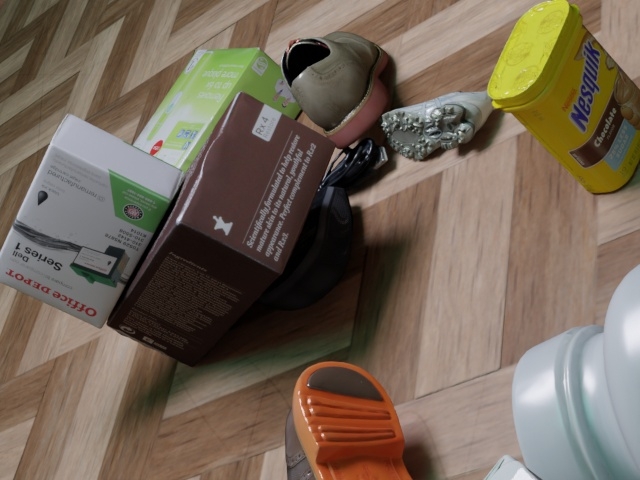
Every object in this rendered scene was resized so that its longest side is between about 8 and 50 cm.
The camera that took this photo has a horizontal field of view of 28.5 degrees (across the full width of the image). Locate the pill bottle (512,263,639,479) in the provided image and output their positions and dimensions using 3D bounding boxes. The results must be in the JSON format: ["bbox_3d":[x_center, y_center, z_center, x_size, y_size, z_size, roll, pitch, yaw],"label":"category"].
[{"bbox_3d":[0.347,0.083,0.859,0.407,0.229,0.229,-28,37,33],"label":"pill bottle"}]

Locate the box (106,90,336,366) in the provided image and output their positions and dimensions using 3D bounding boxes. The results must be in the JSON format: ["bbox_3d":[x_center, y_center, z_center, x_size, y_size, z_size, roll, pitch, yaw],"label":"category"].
[{"bbox_3d":[-0.131,-0.001,1.553,0.191,0.143,0.381,-68,9,-27],"label":"box"}]

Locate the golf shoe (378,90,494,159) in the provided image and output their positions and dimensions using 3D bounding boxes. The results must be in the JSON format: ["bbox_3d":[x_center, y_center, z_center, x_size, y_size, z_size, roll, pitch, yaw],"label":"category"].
[{"bbox_3d":[0.148,-0.149,1.570,0.086,0.069,0.176,-37,21,-30],"label":"golf shoe"}]

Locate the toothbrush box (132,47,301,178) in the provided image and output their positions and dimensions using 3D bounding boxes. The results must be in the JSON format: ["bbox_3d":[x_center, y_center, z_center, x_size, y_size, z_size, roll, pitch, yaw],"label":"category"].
[{"bbox_3d":[-0.177,-0.148,1.924,0.206,0.122,0.283,13,68,57],"label":"toothbrush box"}]

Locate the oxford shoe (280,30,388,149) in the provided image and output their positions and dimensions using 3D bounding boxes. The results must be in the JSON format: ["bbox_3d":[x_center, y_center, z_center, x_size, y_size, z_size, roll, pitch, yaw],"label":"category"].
[{"bbox_3d":[0.013,-0.246,1.743,0.123,0.130,0.348,-45,18,12],"label":"oxford shoe"}]

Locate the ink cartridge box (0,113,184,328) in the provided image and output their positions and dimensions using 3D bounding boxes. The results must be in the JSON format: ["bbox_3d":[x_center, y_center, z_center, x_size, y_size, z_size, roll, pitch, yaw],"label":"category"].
[{"bbox_3d":[-0.290,-0.019,1.557,0.219,0.160,0.093,-59,11,29],"label":"ink cartridge box"}]

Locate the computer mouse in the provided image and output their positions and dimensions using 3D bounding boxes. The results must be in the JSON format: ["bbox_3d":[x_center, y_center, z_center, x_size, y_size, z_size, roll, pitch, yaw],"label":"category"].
[{"bbox_3d":[0.000,0.000,1.584,0.188,0.072,0.272,-34,22,34],"label":"computer mouse"}]

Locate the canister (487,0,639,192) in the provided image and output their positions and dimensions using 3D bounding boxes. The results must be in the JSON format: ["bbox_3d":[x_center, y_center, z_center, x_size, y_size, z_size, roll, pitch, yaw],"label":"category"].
[{"bbox_3d":[0.260,-0.143,1.284,0.073,0.170,0.126,-4,54,51],"label":"canister"}]

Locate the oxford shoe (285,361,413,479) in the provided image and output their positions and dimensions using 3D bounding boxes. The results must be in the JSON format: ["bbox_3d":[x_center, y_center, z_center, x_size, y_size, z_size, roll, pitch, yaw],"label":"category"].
[{"bbox_3d":[0.039,0.291,1.189,0.364,0.130,0.133,-102,24,-46],"label":"oxford shoe"}]

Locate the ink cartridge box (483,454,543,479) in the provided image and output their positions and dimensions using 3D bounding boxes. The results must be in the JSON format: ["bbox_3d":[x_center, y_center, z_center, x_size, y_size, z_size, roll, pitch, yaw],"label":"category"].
[{"bbox_3d":[0.207,0.279,0.783,0.115,0.273,0.198,-50,30,0],"label":"ink cartridge box"}]
